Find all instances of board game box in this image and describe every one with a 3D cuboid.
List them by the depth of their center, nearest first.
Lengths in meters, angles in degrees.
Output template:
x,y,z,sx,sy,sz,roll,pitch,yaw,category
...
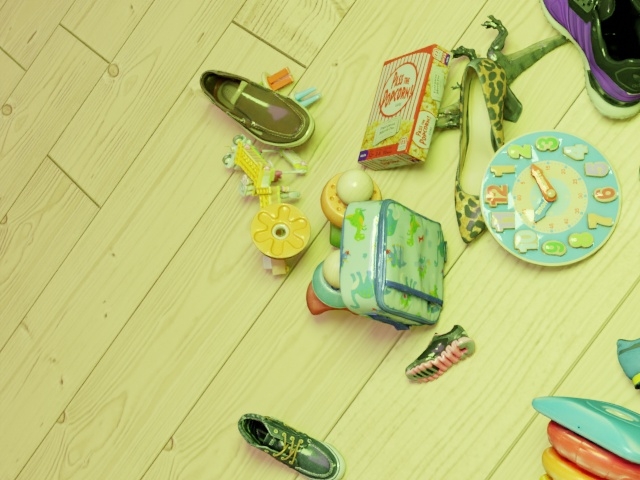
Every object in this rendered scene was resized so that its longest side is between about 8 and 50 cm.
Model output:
x,y,z,sx,sy,sz,roll,pitch,yaw,category
0.141,-0.220,1.436,0.146,0.045,0.194,-4,67,59,board game box

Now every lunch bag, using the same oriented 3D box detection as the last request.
x,y,z,sx,sy,sz,roll,pitch,yaw,category
0.114,0.041,1.288,0.090,0.219,0.176,-2,75,32,lunch bag

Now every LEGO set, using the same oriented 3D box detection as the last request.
x,y,z,sx,sy,sz,roll,pitch,yaw,category
-0.076,-0.081,1.544,0.132,0.107,0.287,-55,51,47,LEGO set

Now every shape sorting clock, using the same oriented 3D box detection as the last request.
x,y,z,sx,sy,sz,roll,pitch,yaw,category
0.338,-0.065,1.258,0.206,0.040,0.206,-1,81,9,shape sorting clock

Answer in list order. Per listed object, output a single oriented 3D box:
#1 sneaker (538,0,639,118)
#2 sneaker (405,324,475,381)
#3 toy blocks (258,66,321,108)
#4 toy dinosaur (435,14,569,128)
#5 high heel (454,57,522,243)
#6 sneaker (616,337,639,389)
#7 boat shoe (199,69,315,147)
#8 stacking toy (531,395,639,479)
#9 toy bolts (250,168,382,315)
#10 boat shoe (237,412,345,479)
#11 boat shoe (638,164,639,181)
x,y,z,sx,sy,sz,roll,pitch,yaw,category
0.419,-0.338,1.267,0.102,0.146,0.293,-18,66,-4,sneaker
0.179,0.171,1.314,0.119,0.047,0.057,-33,44,13,sneaker
-0.072,-0.276,1.615,0.148,0.054,0.123,-23,63,23,toy blocks
0.282,-0.293,1.402,0.268,0.064,0.118,-36,75,14,toy dinosaur
0.230,-0.139,1.300,0.093,0.186,0.261,11,79,34,high heel
0.492,0.120,1.121,0.209,0.069,0.082,-28,57,21,sneaker
-0.126,-0.243,1.544,0.257,0.095,0.095,27,89,34,boat shoe
0.335,0.361,1.095,0.175,0.165,0.302,23,97,50,stacking toy
0.000,0.000,1.364,0.218,0.158,0.229,-5,67,-6,toy bolts
-0.051,0.333,1.366,0.183,0.083,0.065,20,84,35,boat shoe
0.585,-0.163,1.137,0.340,0.113,0.127,-20,64,24,boat shoe
